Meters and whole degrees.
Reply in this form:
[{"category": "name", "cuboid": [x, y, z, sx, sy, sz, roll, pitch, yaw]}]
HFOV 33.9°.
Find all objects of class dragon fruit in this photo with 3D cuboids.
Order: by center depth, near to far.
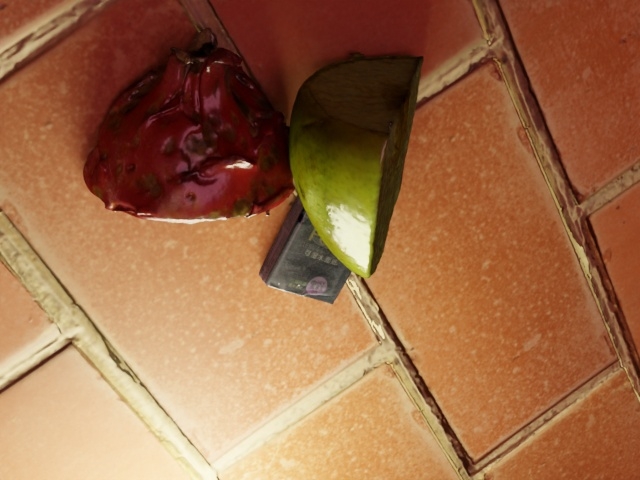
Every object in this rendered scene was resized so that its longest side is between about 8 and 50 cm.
[{"category": "dragon fruit", "cuboid": [-0.136, -0.130, 1.203, 0.262, 0.134, 0.212, -11, 117, -20]}]

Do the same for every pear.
[{"category": "pear", "cuboid": [0.037, -0.081, 1.268, 0.139, 0.288, 0.239, 4, 119, 12]}]

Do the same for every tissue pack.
[{"category": "tissue pack", "cuboid": [0.000, 0.000, 1.385, 0.112, 0.051, 0.156, 18, 107, -31]}]
